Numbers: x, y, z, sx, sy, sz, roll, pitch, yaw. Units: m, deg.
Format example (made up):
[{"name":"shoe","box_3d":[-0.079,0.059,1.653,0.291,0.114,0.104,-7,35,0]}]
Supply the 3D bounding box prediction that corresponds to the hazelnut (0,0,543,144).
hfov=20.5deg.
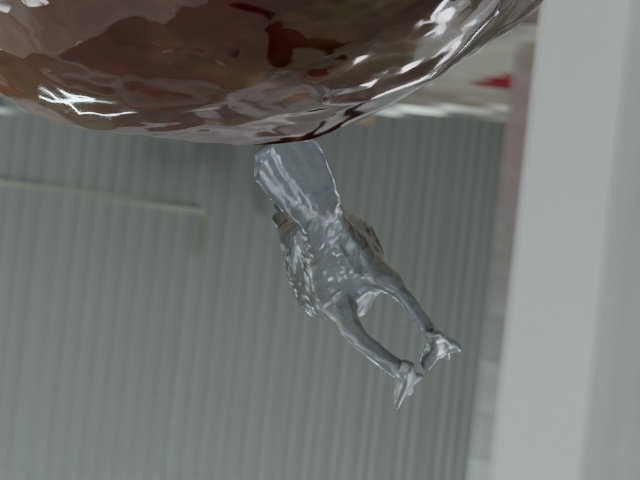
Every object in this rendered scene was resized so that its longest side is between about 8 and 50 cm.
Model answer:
[{"name":"hazelnut","box_3d":[-0.044,-0.218,0.995,0.421,0.352,0.421,16,-162,-5]}]

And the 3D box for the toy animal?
[{"name":"toy animal","box_3d":[0.022,0.029,1.365,0.081,0.206,0.367,-38,176,-4]}]
